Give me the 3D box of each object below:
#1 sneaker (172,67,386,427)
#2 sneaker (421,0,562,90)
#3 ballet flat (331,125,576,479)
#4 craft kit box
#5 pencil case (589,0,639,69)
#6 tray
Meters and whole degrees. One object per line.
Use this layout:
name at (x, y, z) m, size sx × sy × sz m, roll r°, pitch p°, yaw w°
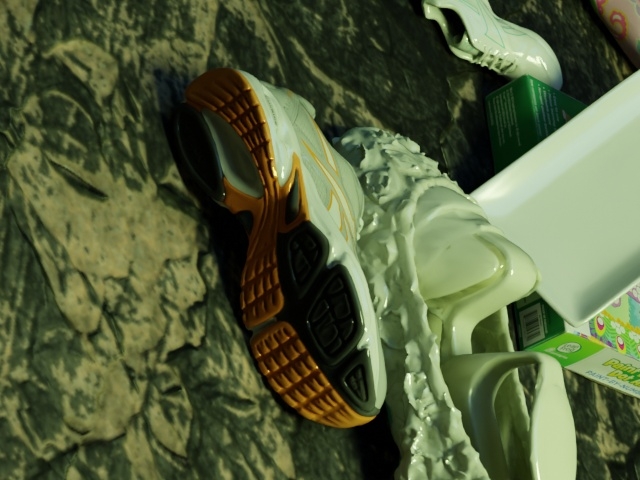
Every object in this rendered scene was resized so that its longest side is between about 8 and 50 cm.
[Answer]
sneaker at (0.000, 0.000, 1.373) m, size 0.121 × 0.099 × 0.262 m, roll -3°, pitch 69°, yaw -55°
sneaker at (0.141, -0.167, 1.687) m, size 0.152 × 0.054 × 0.061 m, roll 41°, pitch 46°, yaw -11°
ballet flat at (0.111, 0.084, 1.410) m, size 0.147 × 0.147 × 0.409 m, roll 15°, pitch 55°, yaw -43°
craft kit box at (0.252, 0.011, 1.688) m, size 0.246 × 0.061 × 0.250 m, roll 24°, pitch 49°, yaw -41°
pencil case at (0.337, -0.208, 1.885) m, size 0.284 × 0.124 × 0.124 m, roll 50°, pitch 38°, yaw -11°
tray at (0.253, -0.048, 1.586) m, size 0.270 × 0.030 × 0.145 m, roll -36°, pitch 66°, yaw -18°
